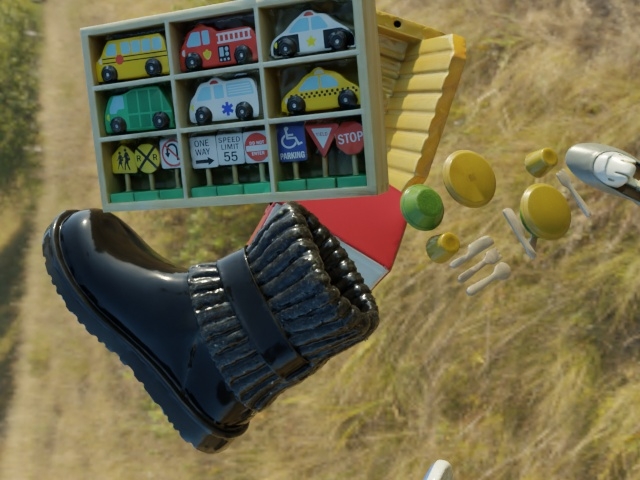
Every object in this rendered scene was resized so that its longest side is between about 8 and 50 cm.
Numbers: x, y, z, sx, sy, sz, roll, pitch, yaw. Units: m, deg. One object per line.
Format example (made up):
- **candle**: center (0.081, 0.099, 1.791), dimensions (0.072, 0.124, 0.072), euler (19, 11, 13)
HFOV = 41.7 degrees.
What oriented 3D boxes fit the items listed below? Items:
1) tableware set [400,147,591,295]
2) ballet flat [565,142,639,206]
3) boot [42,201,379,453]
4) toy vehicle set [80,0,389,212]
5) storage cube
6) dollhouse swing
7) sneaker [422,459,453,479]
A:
- **tableware set**: center (0.137, -0.028, 0.663), dimensions (0.104, 0.154, 0.024), euler (58, 153, 2)
- **ballet flat**: center (0.469, -0.091, 1.244), dimensions (0.072, 0.213, 0.068), euler (-60, -5, -7)
- **boot**: center (-0.123, 0.034, 0.928), dimensions (0.260, 0.348, 0.131), euler (-46, -7, 22)
- **toy vehicle set**: center (-0.077, -0.114, 0.715), dimensions (0.035, 0.266, 0.166), euler (-24, -71, -66)
- **storage cube**: center (0.000, 0.000, 1.250), dimensions (0.184, 0.215, 0.193), euler (-55, 7, 36)
- **dollhouse swing**: center (0.075, -0.269, 1.592), dimensions (0.305, 0.315, 0.347), euler (-63, -8, -84)
- **sneaker**: center (0.082, 0.299, 0.906), dimensions (0.084, 0.058, 0.152), euler (11, 65, 35)
